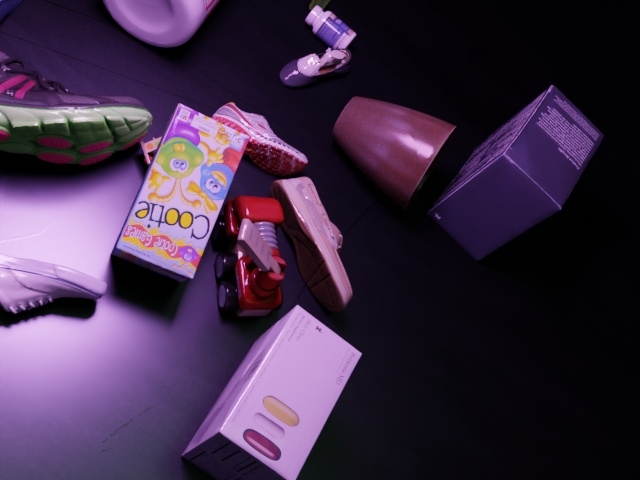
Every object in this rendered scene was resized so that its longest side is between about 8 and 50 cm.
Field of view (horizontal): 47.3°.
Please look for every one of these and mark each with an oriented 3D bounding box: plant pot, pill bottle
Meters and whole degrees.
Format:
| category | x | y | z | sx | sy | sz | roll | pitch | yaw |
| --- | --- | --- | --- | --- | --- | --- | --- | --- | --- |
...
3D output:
| category | x | y | z | sx | sy | sz | roll | pitch | yaw |
| --- | --- | --- | --- | --- | --- | --- | --- | --- | --- |
| plant pot | 0.150 | -0.221 | 1.638 | 0.230 | 0.215 | 0.215 | 33 | 54 | 7 |
| pill bottle | 0.023 | -0.517 | 1.787 | 0.120 | 0.067 | 0.067 | 39 | 54 | -5 |
| pill bottle | -0.283 | -0.625 | 1.582 | 0.229 | 0.229 | 0.408 | 33 | 55 | -10 |

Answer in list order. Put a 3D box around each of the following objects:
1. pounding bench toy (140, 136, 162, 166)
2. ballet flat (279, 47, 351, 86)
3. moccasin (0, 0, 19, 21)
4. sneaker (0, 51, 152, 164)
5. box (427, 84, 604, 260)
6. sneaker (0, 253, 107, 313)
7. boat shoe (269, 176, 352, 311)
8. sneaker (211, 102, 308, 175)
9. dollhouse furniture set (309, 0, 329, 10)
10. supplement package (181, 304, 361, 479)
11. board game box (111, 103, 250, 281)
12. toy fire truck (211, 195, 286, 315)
| category | x | y | z | sx | sy | sz | roll | pitch | yaw |
| --- | --- | --- | --- | --- | --- | --- | --- | --- | --- |
| pounding bench toy | -0.314 | -0.169 | 1.446 | 0.065 | 0.083 | 0.052 | -22 | 76 | -1 |
| ballet flat | -0.005 | -0.415 | 1.720 | 0.203 | 0.074 | 0.074 | -21 | 77 | -34 |
| moccasin | -0.629 | -0.500 | 1.403 | 0.137 | 0.117 | 0.342 | 18 | 59 | -19 |
| sneaker | -0.533 | -0.255 | 1.291 | 0.482 | 0.185 | 0.202 | 2 | 69 | -28 |
| box | 0.446 | -0.148 | 1.685 | 0.183 | 0.296 | 0.294 | 44 | 55 | -2 |
| sneaker | -0.492 | 0.078 | 1.213 | 0.258 | 0.094 | 0.091 | 13 | 79 | -17 |
| boat shoe | 0.000 | 0.000 | 1.492 | 0.098 | 0.109 | 0.302 | -16 | 68 | -32 |
| sneaker | -0.123 | -0.219 | 1.548 | 0.225 | 0.088 | 0.093 | 31 | 54 | -11 |
| dollhouse furniture set | -0.002 | -0.654 | 1.849 | 0.076 | 0.058 | 0.152 | 16 | 59 | -20 |
| supplement package | -0.081 | 0.279 | 1.244 | 0.145 | 0.204 | 0.262 | 37 | 54 | -7 |
| board game box | -0.255 | -0.080 | 1.323 | 0.142 | 0.144 | 0.275 | 24 | 77 | -16 |
| toy fire truck | -0.121 | 0.004 | 1.336 | 0.158 | 0.246 | 0.217 | 4 | 64 | -27 |
